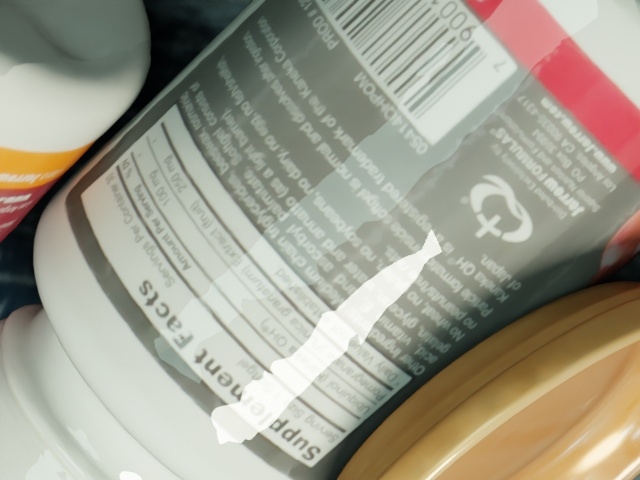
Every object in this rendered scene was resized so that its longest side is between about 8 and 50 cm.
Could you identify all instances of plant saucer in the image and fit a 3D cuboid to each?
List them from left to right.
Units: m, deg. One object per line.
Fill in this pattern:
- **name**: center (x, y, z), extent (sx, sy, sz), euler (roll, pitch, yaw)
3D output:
- **plant saucer**: center (0.076, 0.080, 0.706), extent (0.200, 0.200, 0.037), euler (-43, 66, 14)

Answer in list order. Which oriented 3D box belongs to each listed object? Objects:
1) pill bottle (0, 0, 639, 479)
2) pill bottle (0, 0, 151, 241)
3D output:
- **pill bottle**: center (0.000, 0.000, 0.723), extent (0.318, 0.176, 0.176), euler (-42, 84, 14)
- **pill bottle**: center (-0.274, -0.013, 0.756), extent (0.392, 0.224, 0.224), euler (-42, 84, 23)
